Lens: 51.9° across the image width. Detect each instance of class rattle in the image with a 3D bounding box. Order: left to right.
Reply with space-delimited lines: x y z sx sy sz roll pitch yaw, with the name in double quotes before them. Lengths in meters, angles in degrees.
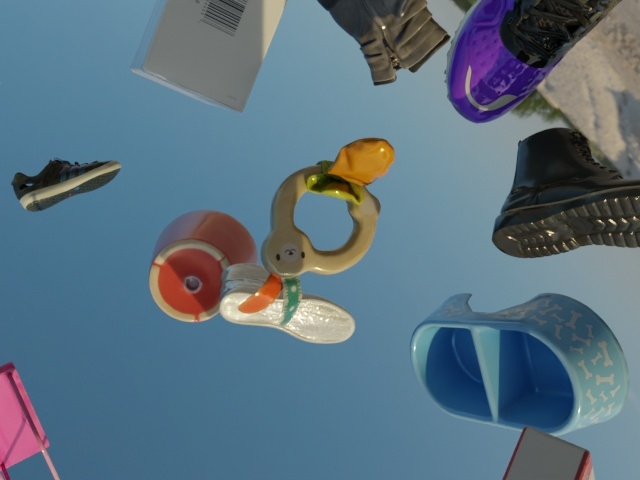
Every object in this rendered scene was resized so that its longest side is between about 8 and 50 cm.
"rattle" 0.000 0.000 0.698 0.130 0.199 0.143 50 157 -24

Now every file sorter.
"file sorter" -0.552 0.366 0.980 0.291 0.202 0.182 -25 -138 -27

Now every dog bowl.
"dog bowl" 0.227 0.155 0.825 0.074 0.297 0.165 -18 -84 -34

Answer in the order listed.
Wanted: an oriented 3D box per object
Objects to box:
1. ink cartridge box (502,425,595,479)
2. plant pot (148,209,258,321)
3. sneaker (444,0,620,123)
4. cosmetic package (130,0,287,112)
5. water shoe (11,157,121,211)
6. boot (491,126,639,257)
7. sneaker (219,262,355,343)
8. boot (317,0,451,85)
"ink cartridge box" 0.209 0.258 0.610 0.109 0.063 0.150 -59 -38 -23
"plant pot" -0.294 0.073 1.595 0.275 0.275 0.243 46 -175 -9
"sneaker" 0.229 -0.237 0.624 0.102 0.293 0.146 34 -164 -10
"cosmetic package" -0.145 -0.304 0.878 0.138 0.224 0.225 20 -173 -24
"water shoe" -0.475 -0.127 1.241 0.203 0.073 0.080 -30 -96 -37
"boot" 0.262 -0.065 0.615 0.077 0.198 0.137 47 -130 -38
"sneaker" -0.073 0.121 1.407 0.293 0.108 0.169 17 -159 -17
"boot" 0.156 -0.422 1.114 0.118 0.338 0.222 -43 -82 -32
